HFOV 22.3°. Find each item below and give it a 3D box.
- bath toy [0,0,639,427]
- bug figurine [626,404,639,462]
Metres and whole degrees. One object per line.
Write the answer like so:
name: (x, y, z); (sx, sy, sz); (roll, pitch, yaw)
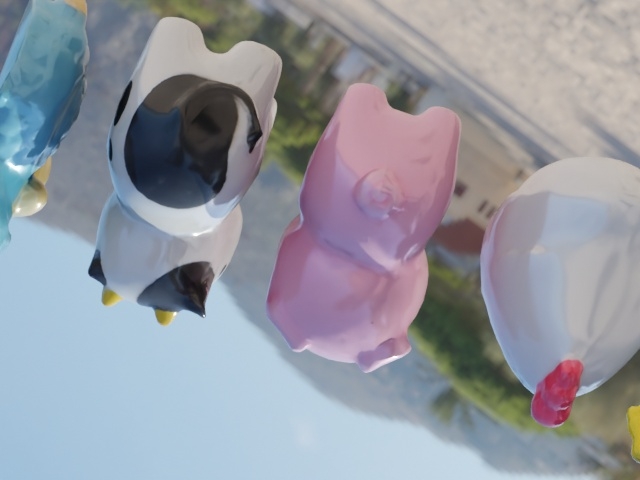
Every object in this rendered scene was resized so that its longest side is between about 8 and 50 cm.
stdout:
bath toy: (0.000, 0.000, 0.792); (0.348, 0.129, 0.151); (16, 154, 2)
bug figurine: (0.088, 0.189, 0.514); (0.072, 0.216, 0.279); (47, -138, -41)
